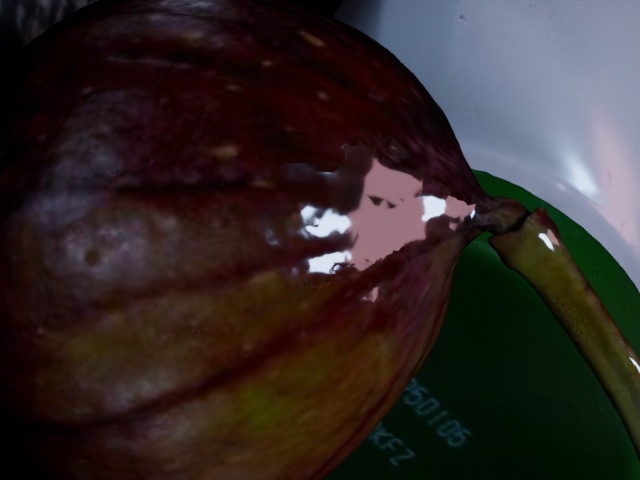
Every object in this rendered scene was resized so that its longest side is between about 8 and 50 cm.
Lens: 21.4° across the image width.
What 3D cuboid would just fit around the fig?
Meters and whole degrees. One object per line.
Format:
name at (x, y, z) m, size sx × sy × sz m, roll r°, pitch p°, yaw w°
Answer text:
fig at (-0.013, -0.008, 0.600) m, size 0.186 × 0.249 × 0.204 m, roll 46°, pitch 43°, yaw -39°

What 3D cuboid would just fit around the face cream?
face cream at (0.103, -0.018, 0.882) m, size 0.357 × 0.219 × 0.312 m, roll -56°, pitch 137°, yaw -49°
